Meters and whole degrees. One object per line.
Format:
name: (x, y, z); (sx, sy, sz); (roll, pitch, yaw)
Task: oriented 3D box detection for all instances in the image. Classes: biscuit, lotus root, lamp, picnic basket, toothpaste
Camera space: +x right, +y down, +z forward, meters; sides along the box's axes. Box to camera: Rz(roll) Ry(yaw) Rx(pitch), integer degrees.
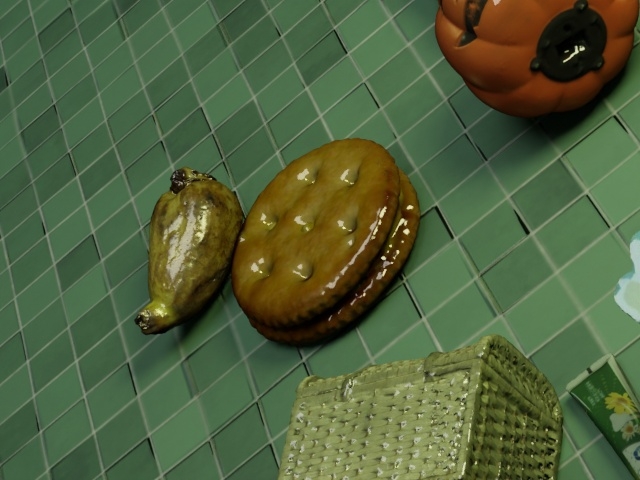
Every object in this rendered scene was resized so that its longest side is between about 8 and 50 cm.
biscuit: (0.000, 0.000, 1.773); (0.220, 0.066, 0.220); (-28, 39, 26)
lotus root: (-0.140, 0.022, 1.883); (0.108, 0.094, 0.191); (-35, 39, 57)
lamp: (0.196, -0.212, 1.676); (0.187, 0.187, 0.164); (-45, 35, 3)
picnic basket: (0.081, 0.170, 1.470); (0.196, 0.134, 0.154); (-16, 49, 36)
toothpaste: (0.246, 0.157, 1.399); (0.049, 0.031, 0.204); (-39, 34, 8)

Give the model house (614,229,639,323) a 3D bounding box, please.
model house: (0.351, 0.027, 1.184); (0.357, 0.242, 0.313); (26, 82, 32)
